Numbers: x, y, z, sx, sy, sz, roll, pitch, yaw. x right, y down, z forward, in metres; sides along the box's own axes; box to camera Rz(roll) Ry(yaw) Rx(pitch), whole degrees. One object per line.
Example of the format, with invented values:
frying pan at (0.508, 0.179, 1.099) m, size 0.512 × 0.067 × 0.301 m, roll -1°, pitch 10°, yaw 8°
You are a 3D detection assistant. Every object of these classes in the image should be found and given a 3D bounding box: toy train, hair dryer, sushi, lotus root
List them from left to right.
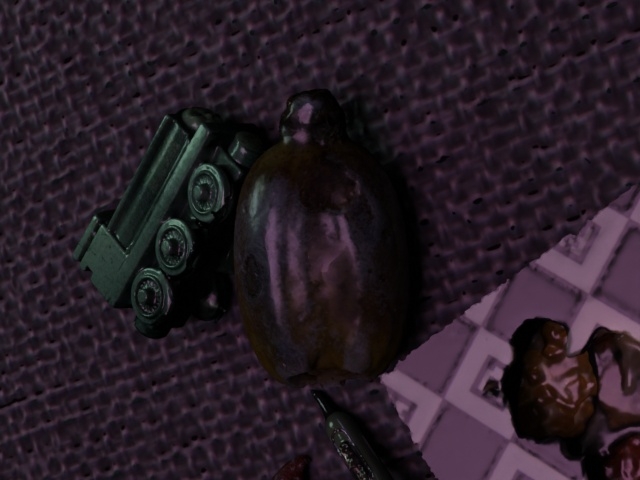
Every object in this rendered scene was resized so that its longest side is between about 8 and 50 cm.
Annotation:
toy train at (-0.095, -0.016, 1.297) m, size 0.111 × 0.071 × 0.170 m, roll 48°, pitch 122°, yaw 29°
lotus root at (0.000, 0.000, 1.215) m, size 0.113 × 0.088 × 0.192 m, roll -3°, pitch 97°, yaw 14°
hair dryer at (0.030, 0.150, 1.242) m, size 0.047 × 0.071 × 0.150 m, roll -58°, pitch 47°, yaw 24°
sushi at (0.207, 0.131, 1.107) m, size 0.264 × 0.050 × 0.290 m, roll -39°, pitch 72°, yaw 20°

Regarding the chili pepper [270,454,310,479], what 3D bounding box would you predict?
chili pepper at (-0.027, 0.222, 1.302) m, size 0.050 × 0.041 × 0.153 m, roll 5°, pitch 104°, yaw -7°
